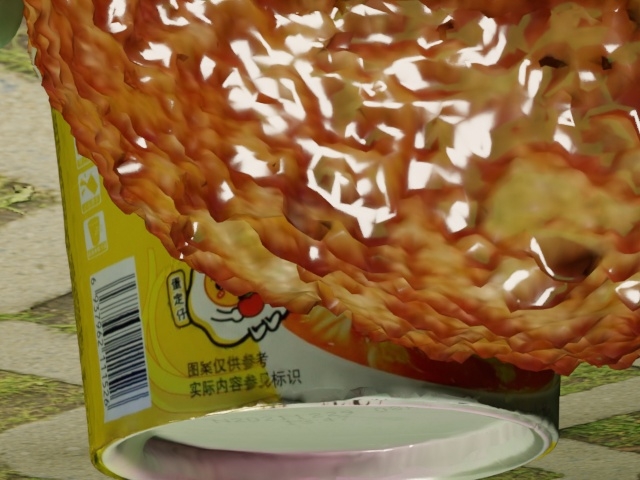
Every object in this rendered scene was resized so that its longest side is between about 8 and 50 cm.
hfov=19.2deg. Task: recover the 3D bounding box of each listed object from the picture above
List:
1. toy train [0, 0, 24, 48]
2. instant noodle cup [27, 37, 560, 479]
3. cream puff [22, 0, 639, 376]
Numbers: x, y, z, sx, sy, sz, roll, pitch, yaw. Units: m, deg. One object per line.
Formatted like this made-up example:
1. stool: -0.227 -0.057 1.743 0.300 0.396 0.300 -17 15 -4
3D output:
1. toy train: -0.232 -0.071 0.657 0.272 0.159 0.188 -16 152 37
2. instant noodle cup: 0.000 0.000 0.844 0.264 0.200 0.264 -3 161 -1
3. cream puff: 0.061 -0.075 0.572 0.350 0.228 0.350 -1 165 0
